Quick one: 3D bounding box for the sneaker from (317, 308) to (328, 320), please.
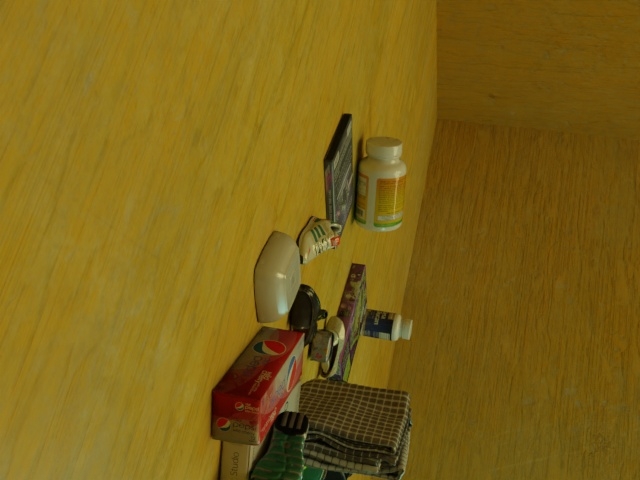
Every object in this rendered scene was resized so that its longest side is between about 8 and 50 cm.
[{"bbox_3d":[0.003,0.181,1.877,0.083,0.035,0.031,36,64,-76],"label":"sneaker"}]

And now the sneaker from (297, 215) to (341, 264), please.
[{"bbox_3d":[0.000,0.000,1.655,0.161,0.075,0.057,-63,157,-57],"label":"sneaker"}]

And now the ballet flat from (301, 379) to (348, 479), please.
[{"bbox_3d":[0.005,0.494,1.996,0.096,0.095,0.280,92,20,-72],"label":"ballet flat"}]

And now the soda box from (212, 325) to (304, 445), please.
[{"bbox_3d":[-0.101,0.243,1.338,0.263,0.083,0.092,-52,148,-67],"label":"soda box"}]

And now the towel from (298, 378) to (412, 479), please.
[{"bbox_3d":[0.059,0.407,1.706,0.235,0.283,0.121,-46,141,-71],"label":"towel"}]

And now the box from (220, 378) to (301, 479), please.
[{"bbox_3d":[-0.112,0.414,1.460,0.322,0.058,0.232,-30,127,-73],"label":"box"}]

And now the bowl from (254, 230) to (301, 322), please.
[{"bbox_3d":[-0.074,0.068,1.423,0.142,0.053,0.142,-67,159,-51],"label":"bowl"}]

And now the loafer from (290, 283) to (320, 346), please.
[{"bbox_3d":[-0.036,0.166,1.643,0.061,0.062,0.170,-61,155,-46],"label":"loafer"}]

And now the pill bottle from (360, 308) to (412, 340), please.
[{"bbox_3d":[0.223,0.288,2.629,0.094,0.169,0.094,8,90,-78],"label":"pill bottle"}]

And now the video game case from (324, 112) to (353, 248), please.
[{"bbox_3d":[0.048,-0.143,1.903,0.196,0.026,0.274,-69,163,-45],"label":"video game case"}]

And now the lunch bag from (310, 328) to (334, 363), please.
[{"bbox_3d":[0.005,0.257,1.905,0.083,0.053,0.071,-35,134,-86],"label":"lunch bag"}]

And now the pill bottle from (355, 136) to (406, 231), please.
[{"bbox_3d":[0.171,-0.161,2.182,0.136,0.136,0.246,-57,153,-62],"label":"pill bottle"}]

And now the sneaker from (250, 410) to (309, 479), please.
[{"bbox_3d":[-0.066,0.406,1.360,0.224,0.083,0.098,-63,161,-58],"label":"sneaker"}]

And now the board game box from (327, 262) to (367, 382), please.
[{"bbox_3d":[0.079,0.262,2.260,0.208,0.056,0.347,91,14,-48],"label":"board game box"}]

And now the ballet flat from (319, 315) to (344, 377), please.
[{"bbox_3d":[0.029,0.281,2.023,0.052,0.057,0.168,-19,117,-65],"label":"ballet flat"}]

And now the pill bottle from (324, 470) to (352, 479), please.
[{"bbox_3d":[0.050,0.582,2.151,0.219,0.123,0.123,-60,155,-59],"label":"pill bottle"}]
